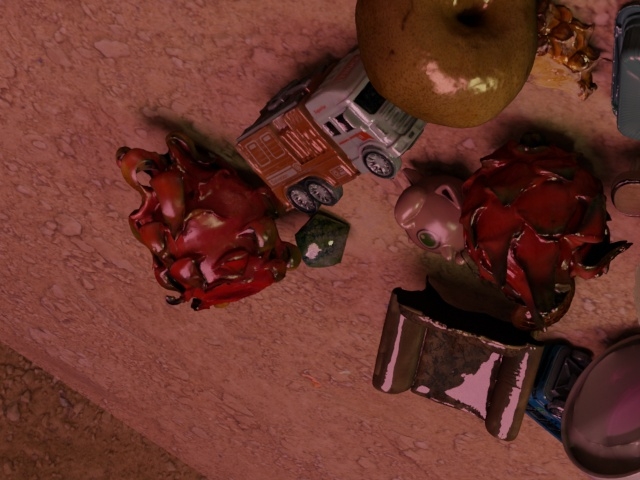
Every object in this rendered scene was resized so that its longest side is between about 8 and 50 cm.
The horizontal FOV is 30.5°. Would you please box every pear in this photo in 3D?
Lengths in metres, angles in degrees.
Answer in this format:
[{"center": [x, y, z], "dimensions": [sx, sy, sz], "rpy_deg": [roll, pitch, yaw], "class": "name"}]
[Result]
[{"center": [0.136, -0.235, 1.297], "dimensions": [0.188, 0.229, 0.211], "rpy_deg": [-7, -179, -13], "class": "pear"}]

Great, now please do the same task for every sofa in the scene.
[{"center": [0.217, 0.198, 1.879], "dimensions": [0.258, 0.182, 0.200], "rpy_deg": [20, 114, 20], "class": "sofa"}]

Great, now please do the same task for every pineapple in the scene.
[{"center": [0.268, -0.212, 1.376], "dimensions": [0.116, 0.069, 0.137], "rpy_deg": [-7, 139, 43], "class": "pineapple"}]

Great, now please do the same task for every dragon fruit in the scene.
[{"center": [-0.185, -0.028, 1.880], "dimensions": [0.227, 0.243, 0.307], "rpy_deg": [-36, 138, 20], "class": "dragon fruit"}, {"center": [0.279, -0.010, 1.521], "dimensions": [0.192, 0.274, 0.193], "rpy_deg": [4, 165, -20], "class": "dragon fruit"}]

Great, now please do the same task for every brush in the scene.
[{"center": [0.525, -0.066, 1.437], "dimensions": [0.327, 0.065, 0.070], "rpy_deg": [3, 138, 18], "class": "brush"}]

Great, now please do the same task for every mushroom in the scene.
[{"center": [0.338, 0.088, 1.781], "dimensions": [0.085, 0.109, 0.126], "rpy_deg": [15, 166, 9], "class": "mushroom"}]

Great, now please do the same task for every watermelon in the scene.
[{"center": [0.004, 0.003, 1.937], "dimensions": [0.084, 0.092, 0.072], "rpy_deg": [30, -169, 9], "class": "watermelon"}]

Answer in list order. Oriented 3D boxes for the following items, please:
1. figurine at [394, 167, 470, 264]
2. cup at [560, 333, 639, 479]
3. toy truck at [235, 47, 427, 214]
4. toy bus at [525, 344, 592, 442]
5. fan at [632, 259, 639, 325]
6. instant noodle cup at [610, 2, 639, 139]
[{"center": [0.170, -0.037, 1.686], "dimensions": [0.125, 0.125, 0.138], "rpy_deg": [0, 130, 38], "class": "figurine"}, {"center": [0.576, 0.336, 1.844], "dimensions": [0.371, 0.253, 0.253], "rpy_deg": [40, 148, -27], "class": "cup"}, {"center": [0.017, -0.156, 1.600], "dimensions": [0.162, 0.136, 0.305], "rpy_deg": [45, 150, -14], "class": "toy truck"}, {"center": [0.436, 0.283, 2.011], "dimensions": [0.246, 0.113, 0.134], "rpy_deg": [39, 154, -26], "class": "toy bus"}, {"center": [0.453, 0.000, 1.404], "dimensions": [0.190, 0.329, 0.009], "rpy_deg": [-14, 177, 35], "class": "fan"}, {"center": [0.400, -0.173, 1.321], "dimensions": [0.157, 0.070, 0.179], "rpy_deg": [14, 144, 23], "class": "instant noodle cup"}]
